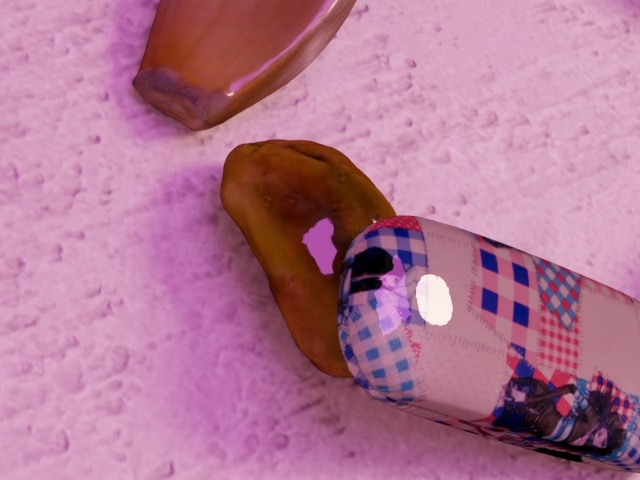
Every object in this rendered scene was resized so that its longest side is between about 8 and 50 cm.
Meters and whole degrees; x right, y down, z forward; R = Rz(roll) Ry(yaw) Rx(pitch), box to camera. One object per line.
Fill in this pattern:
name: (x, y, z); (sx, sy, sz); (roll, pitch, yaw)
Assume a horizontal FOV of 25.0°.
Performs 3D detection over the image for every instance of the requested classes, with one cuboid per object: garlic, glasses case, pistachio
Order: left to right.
garlic: (-0.031, -0.210, 1.101); (0.143, 0.112, 0.318); (20, 60, 13)
pistachio: (0.004, 0.000, 1.002); (0.110, 0.100, 0.189); (-19, 69, -21)
glasses case: (0.143, 0.076, 0.999); (0.327, 0.076, 0.125); (20, 68, -36)
